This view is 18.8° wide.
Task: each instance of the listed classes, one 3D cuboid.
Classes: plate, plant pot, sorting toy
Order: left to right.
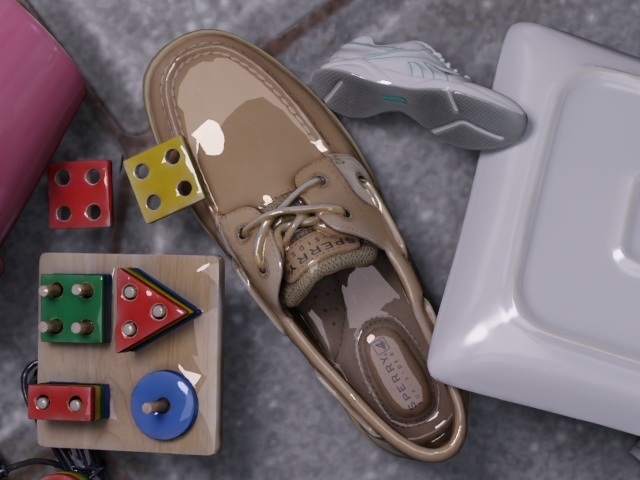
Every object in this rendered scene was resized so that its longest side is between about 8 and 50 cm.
[{"bbox_3d":[-0.260,-0.074,1.269,0.201,0.201,0.180,40,75,-3],"label":"plant pot"},{"bbox_3d":[-0.133,0.066,1.282,0.132,0.046,0.274,1,90,18],"label":"sorting toy"},{"bbox_3d":[0.235,-0.002,1.305,0.278,0.045,0.277,16,68,-2],"label":"plate"}]

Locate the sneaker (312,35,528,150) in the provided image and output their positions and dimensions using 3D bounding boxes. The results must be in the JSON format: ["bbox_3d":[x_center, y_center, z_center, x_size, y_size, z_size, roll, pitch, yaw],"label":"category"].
[{"bbox_3d":[0.074,-0.108,1.316,0.152,0.053,0.061,18,50,19],"label":"sneaker"}]

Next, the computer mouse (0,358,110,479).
[{"bbox_3d":[-0.257,0.213,1.339,0.262,0.060,0.184,-25,89,-13],"label":"computer mouse"}]

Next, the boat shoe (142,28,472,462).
[{"bbox_3d":[0.000,0.000,1.313,0.122,0.110,0.341,-36,94,-1],"label":"boat shoe"}]

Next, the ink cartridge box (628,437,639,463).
[{"bbox_3d":[0.311,0.134,1.355,0.109,0.063,0.150,44,89,-3],"label":"ink cartridge box"}]
